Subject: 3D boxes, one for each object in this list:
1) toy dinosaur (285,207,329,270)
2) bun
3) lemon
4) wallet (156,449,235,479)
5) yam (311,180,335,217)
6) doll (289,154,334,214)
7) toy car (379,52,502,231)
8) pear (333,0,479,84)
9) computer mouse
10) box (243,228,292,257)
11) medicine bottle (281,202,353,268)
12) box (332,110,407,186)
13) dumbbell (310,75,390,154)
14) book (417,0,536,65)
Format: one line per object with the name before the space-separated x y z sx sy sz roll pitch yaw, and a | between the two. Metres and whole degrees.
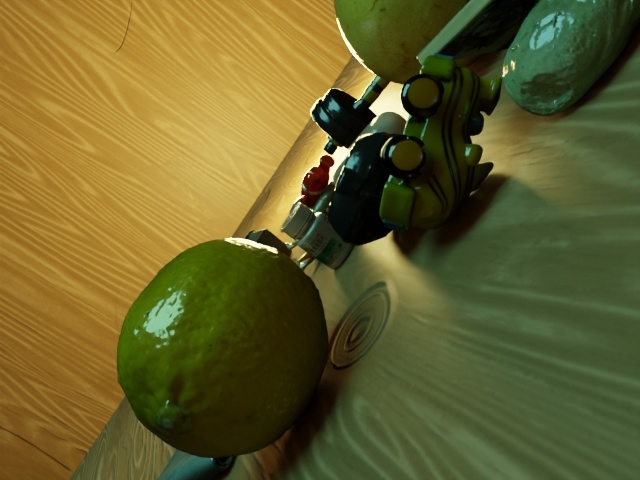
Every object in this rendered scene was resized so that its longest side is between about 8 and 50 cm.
toy dinosaur | 0.000 0.000 1.819 0.142 0.057 0.212 -35 25 4
bun | 0.310 -0.265 1.056 0.221 0.108 0.221 -53 11 15
lemon | -0.144 0.159 1.254 0.336 0.336 0.336 -53 11 15
wallet | -0.203 0.363 1.584 0.251 0.054 0.290 -42 12 39
yam | 0.013 -0.077 1.942 0.132 0.054 0.054 -57 11 -10
doll | -0.026 -0.096 2.011 0.142 0.076 0.245 -50 -15 -44
toy car | 0.170 -0.125 1.152 0.200 0.142 0.248 28 -102 -79
pear | 0.191 -0.469 1.604 0.348 0.348 0.348 -53 11 15
computer mouse | 0.094 -0.088 1.367 0.323 0.116 0.183 -42 -32 -78
box | -0.135 0.028 2.116 0.069 0.122 0.084 -21 36 51
medicine bottle | -0.005 -0.011 1.611 0.080 0.130 0.080 -53 12 16
box | 0.105 -0.178 1.732 0.200 0.088 0.146 -47 7 30
dumbbell | 0.128 -0.350 1.898 0.388 0.185 0.185 -52 11 22
book | 0.287 -0.331 1.191 0.264 0.027 0.202 -21 -13 -36
